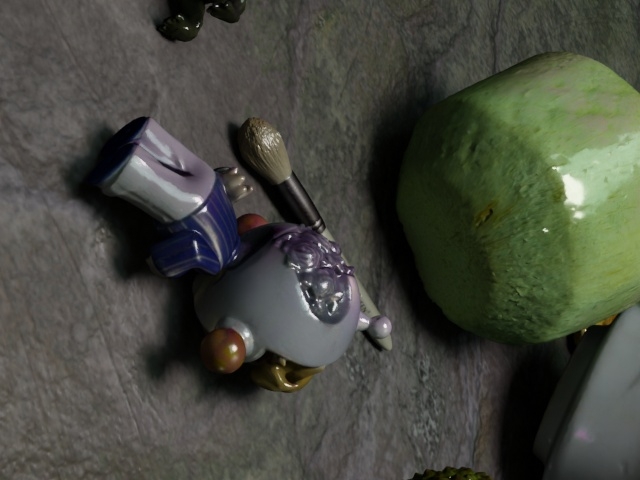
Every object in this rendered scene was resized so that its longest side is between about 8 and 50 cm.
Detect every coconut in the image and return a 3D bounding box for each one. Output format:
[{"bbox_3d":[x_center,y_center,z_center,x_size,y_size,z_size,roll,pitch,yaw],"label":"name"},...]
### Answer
[{"bbox_3d":[0.251,-0.050,1.477,0.329,0.281,0.328,10,58,-15],"label":"coconut"}]

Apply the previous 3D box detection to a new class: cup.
[{"bbox_3d":[0.356,0.205,1.559,0.347,0.163,0.347,-55,161,-30],"label":"cup"}]

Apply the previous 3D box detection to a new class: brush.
[{"bbox_3d":[0.000,0.000,1.321,0.299,0.042,0.039,58,36,-29],"label":"brush"}]

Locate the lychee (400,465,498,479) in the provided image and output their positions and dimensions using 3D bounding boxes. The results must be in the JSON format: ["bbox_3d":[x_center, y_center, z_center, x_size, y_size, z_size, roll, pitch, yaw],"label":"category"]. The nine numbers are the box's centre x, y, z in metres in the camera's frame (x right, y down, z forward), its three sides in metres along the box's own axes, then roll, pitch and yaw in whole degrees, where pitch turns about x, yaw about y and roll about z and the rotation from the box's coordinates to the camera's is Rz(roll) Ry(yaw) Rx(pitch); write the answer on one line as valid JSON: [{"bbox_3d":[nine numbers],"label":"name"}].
[{"bbox_3d":[0.123,0.287,1.265,0.171,0.171,0.171,26,57,-48],"label":"lychee"}]

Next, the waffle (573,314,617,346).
[{"bbox_3d":[0.408,0.106,1.842,0.291,0.051,0.291,23,60,-48],"label":"waffle"}]

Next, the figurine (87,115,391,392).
[{"bbox_3d":[-0.071,0.005,1.141,0.274,0.133,0.194,56,24,-3],"label":"figurine"}]

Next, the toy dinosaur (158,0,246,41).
[{"bbox_3d":[-0.110,-0.277,1.219,0.187,0.087,0.178,41,48,-41],"label":"toy dinosaur"}]
